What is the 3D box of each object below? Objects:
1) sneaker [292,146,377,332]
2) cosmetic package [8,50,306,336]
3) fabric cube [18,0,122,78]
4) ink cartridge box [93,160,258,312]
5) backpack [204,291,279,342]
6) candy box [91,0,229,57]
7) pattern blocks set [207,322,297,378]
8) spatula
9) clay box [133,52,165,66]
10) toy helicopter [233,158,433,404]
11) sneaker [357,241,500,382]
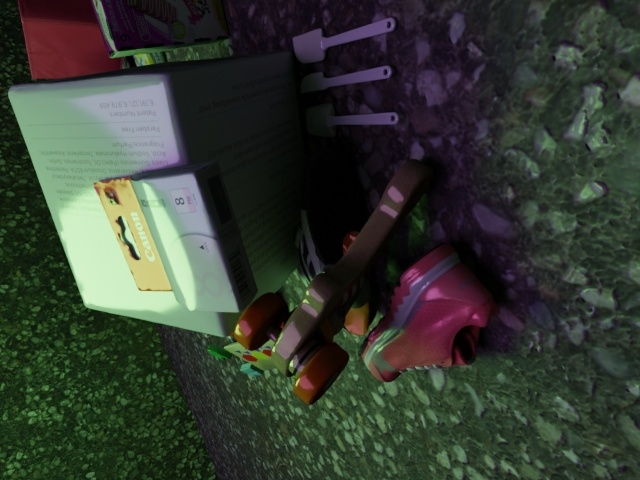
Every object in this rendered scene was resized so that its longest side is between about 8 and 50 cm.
[{"bbox_3d":[0.000,0.000,0.820,0.146,0.123,0.330,19,124,50],"label":"sneaker"},{"bbox_3d":[-0.235,-0.102,0.824,0.328,0.329,0.392,5,116,25],"label":"cosmetic package"},{"bbox_3d":[-0.753,-0.664,1.409,0.259,0.259,0.253,-38,64,59],"label":"fabric cube"},{"bbox_3d":[-0.212,0.003,0.632,0.233,0.066,0.188,-5,112,24],"label":"ink cartridge box"},{"bbox_3d":[-0.246,0.106,1.213,0.277,0.213,0.263,24,118,54],"label":"backpack"},{"bbox_3d":[-0.312,-0.457,0.910,0.071,0.234,0.159,15,122,54],"label":"candy box"},{"bbox_3d":[-0.121,0.261,1.109,0.325,0.026,0.285,-16,134,33],"label":"pattern blocks set"},{"bbox_3d":[0.036,-0.242,0.717,0.242,0.019,0.168,17,117,52],"label":"spatula"},{"bbox_3d":[-0.488,-0.523,1.324,0.128,0.053,0.221,0,107,59],"label":"clay box"},{"bbox_3d":[0.052,0.046,0.669,0.140,0.235,0.354,37,101,19],"label":"toy helicopter"},{"bbox_3d":[0.152,0.149,0.687,0.136,0.116,0.313,45,145,26],"label":"sneaker"}]
